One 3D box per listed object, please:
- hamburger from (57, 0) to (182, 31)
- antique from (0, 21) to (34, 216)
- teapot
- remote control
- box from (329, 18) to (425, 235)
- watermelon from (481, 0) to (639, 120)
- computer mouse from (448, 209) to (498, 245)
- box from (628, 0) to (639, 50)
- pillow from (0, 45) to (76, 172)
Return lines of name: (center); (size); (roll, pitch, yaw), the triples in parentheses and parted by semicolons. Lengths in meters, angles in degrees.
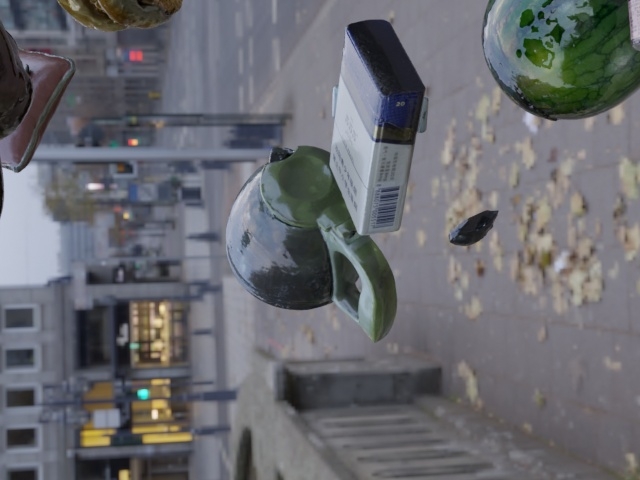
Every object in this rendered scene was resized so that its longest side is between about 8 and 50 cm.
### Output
hamburger: (-0.330, -0.479, 1.709); (0.319, 0.158, 0.318); (12, -104, -63)
antique: (-0.316, -0.092, 0.907); (0.143, 0.121, 0.256); (63, -161, -44)
teapot: (-0.023, -0.001, 1.698); (0.239, 0.240, 0.321); (100, 160, -62)
remote control: (0.099, -0.220, 1.804); (0.029, 0.166, 0.065); (-40, -42, -57)
box: (0.074, -0.153, 1.477); (0.259, 0.071, 0.168); (99, 158, -46)
watermelon: (0.482, -0.403, 2.015); (0.363, 0.363, 0.363); (179, 90, -80)
computer mouse: (0.320, -0.022, 2.203); (0.047, 0.135, 0.079); (56, 146, 12)
box: (0.543, -0.365, 1.660); (0.151, 0.151, 0.135); (-174, 84, -80)
pillow: (-0.437, -0.190, 1.480); (0.075, 0.171, 0.179); (42, -112, -57)
